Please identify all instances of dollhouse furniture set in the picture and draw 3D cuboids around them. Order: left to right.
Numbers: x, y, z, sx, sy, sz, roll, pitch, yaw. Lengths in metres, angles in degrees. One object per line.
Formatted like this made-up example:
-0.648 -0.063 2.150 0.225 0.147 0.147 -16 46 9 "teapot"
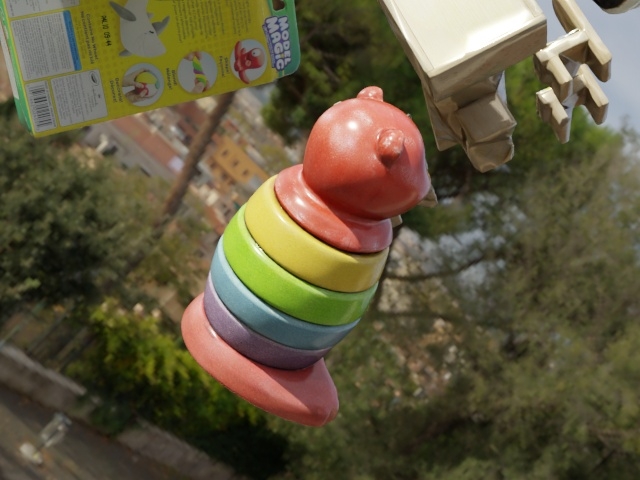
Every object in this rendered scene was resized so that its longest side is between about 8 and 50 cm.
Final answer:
0.182 -0.263 1.406 0.256 0.362 0.394 64 3 22 "dollhouse furniture set"

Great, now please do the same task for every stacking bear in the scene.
0.000 0.000 0.931 0.164 0.289 0.175 21 28 -19 "stacking bear"

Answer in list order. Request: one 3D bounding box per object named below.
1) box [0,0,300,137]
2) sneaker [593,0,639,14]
-0.100 -0.134 0.606 0.043 0.179 0.105 34 -44 57 "box"
0.300 -0.121 0.439 0.385 0.147 0.145 23 27 13 "sneaker"
